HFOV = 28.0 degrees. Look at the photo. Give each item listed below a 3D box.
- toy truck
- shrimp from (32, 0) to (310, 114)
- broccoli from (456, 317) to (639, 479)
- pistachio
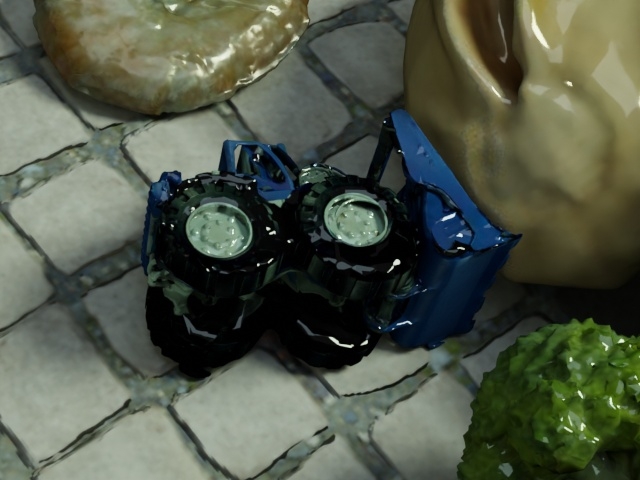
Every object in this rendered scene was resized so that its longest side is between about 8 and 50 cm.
[{"bbox_3d":[0.000,0.000,0.759,0.208,0.113,0.126,1,55,-13],"label":"toy truck"},{"bbox_3d":[-0.061,-0.198,0.908,0.317,0.077,0.168,-40,82,-27],"label":"shrimp"},{"bbox_3d":[0.161,0.208,0.626,0.254,0.186,0.302,41,45,-35],"label":"broccoli"},{"bbox_3d":[0.156,-0.112,0.833,0.193,0.214,0.318,-19,43,25],"label":"pistachio"}]
